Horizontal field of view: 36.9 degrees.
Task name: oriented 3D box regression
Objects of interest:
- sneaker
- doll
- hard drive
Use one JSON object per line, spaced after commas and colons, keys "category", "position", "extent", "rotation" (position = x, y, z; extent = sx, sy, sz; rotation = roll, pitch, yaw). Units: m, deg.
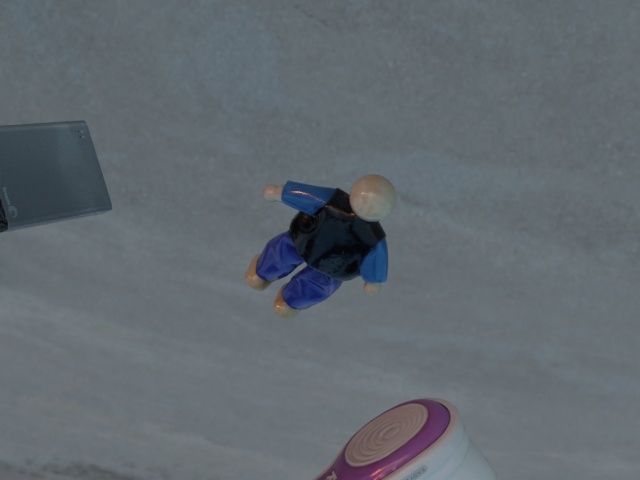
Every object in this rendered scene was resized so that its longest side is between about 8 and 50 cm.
{"category": "sneaker", "position": [0.012, 0.260, 0.772], "extent": [0.305, 0.114, 0.152], "rotation": [-34, 111, 11]}
{"category": "doll", "position": [0.000, 0.000, 0.803], "extent": [0.129, 0.046, 0.189], "rotation": [46, 140, -3]}
{"category": "hard drive", "position": [-0.260, -0.062, 0.897], "extent": [0.022, 0.094, 0.135], "rotation": [-17, 180, 31]}
